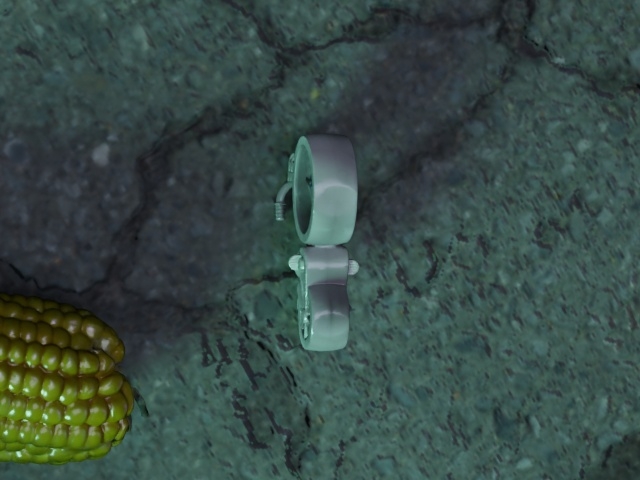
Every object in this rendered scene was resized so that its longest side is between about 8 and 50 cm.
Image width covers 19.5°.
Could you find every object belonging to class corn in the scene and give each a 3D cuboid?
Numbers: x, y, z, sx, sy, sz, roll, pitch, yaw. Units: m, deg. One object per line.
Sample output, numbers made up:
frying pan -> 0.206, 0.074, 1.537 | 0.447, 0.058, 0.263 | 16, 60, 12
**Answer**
corn -> -0.239, 0.069, 1.044 | 0.310, 0.101, 0.101 | 10, 92, -18

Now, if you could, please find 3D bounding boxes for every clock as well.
clock -> 0.000, 0.000, 1.116 | 0.041, 0.087, 0.129 | -1, 96, -13
